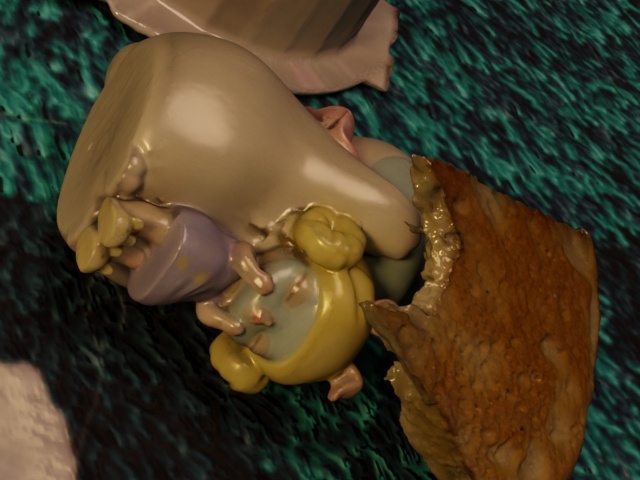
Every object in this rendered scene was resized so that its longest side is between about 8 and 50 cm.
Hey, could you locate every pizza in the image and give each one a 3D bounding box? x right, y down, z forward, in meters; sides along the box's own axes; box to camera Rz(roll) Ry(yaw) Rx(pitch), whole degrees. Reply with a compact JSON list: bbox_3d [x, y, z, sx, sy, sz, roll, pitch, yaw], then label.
[{"bbox_3d":[0.077,0.054,0.676,0.262,0.034,0.181,31,64,-56],"label":"pizza"}]

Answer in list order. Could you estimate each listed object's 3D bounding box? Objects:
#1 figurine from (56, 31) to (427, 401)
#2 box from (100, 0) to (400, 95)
[{"bbox_3d":[0.000,0.000,0.692,0.235,0.127,0.155,24,23,-22],"label":"figurine"},{"bbox_3d":[-0.031,-0.246,0.837,0.291,0.206,0.262,-9,58,-46],"label":"box"}]
